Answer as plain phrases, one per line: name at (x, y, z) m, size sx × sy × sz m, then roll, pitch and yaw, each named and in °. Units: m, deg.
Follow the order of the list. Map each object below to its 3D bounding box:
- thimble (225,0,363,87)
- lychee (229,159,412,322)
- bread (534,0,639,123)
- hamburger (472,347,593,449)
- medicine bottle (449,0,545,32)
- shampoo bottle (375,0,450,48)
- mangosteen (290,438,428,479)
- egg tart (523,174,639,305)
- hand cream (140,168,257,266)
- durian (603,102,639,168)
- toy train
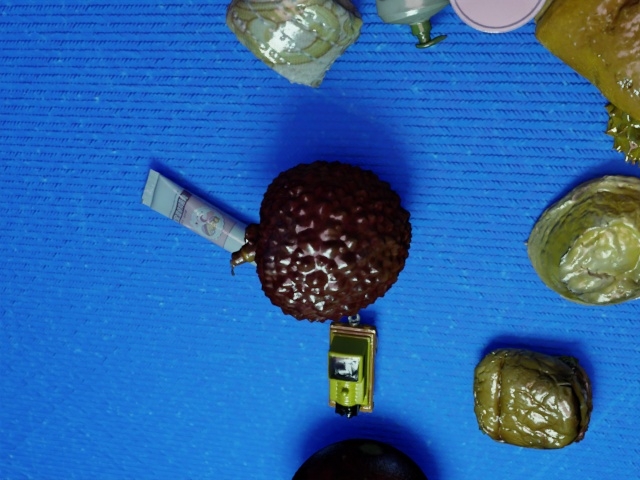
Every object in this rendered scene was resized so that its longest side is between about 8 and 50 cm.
thimble at (-0.035, -0.334, 1.083) m, size 0.190 × 0.137 × 0.143 m, roll 40°, pitch 116°, yaw -17°
lychee at (0.000, 0.000, 1.139) m, size 0.300 × 0.264 × 0.264 m, roll -11°, pitch 110°, yaw -3°
bread at (0.475, -0.318, 0.910) m, size 0.337 × 0.148 × 0.328 m, roll 46°, pitch 117°, yaw 15°
hamburger at (0.370, 0.282, 1.246) m, size 0.206 × 0.130 × 0.183 m, roll 3°, pitch 110°, yaw 15°
medicine bottle at (0.236, -0.353, 0.946) m, size 0.133 × 0.249 × 0.133 m, roll 4°, pitch 112°, yaw 11°
shampoo bottle at (0.124, -0.397, 1.044) m, size 0.118 × 0.087 × 0.234 m, roll -13°, pitch 108°, yaw 19°
mangosteen at (0.069, 0.530, 1.365) m, size 0.306 × 0.359 × 0.306 m, roll 1°, pitch 85°, yaw -8°
egg tart at (0.452, 0.015, 1.129) m, size 0.252 × 0.098 × 0.231 m, roll -10°, pitch 113°, yaw 22°
hand cream at (-0.174, -0.021, 1.295) m, size 0.331 × 0.058 × 0.085 m, roll 31°, pitch 132°, yaw 5°
durian at (0.508, -0.147, 1.059) m, size 0.140 × 0.078 × 0.224 m, roll -19°, pitch 106°, yaw 20°
toy train at (0.054, 0.239, 1.303) m, size 0.089 × 0.127 × 0.219 m, roll 6°, pitch 112°, yaw 12°
